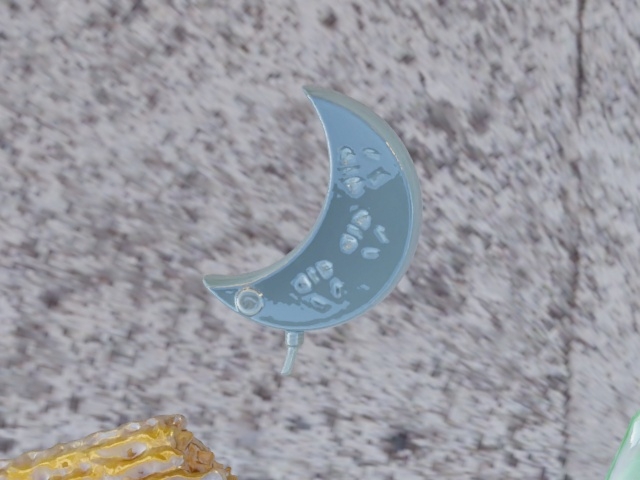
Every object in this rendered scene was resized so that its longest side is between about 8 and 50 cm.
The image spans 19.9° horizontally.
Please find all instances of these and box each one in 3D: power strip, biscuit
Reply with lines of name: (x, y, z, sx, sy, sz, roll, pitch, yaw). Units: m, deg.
power strip: (0.000, 0.000, 1.379, 0.137, 0.044, 0.216, 27, 105, 5)
biscuit: (-0.223, 0.174, 1.031, 0.379, 0.094, 0.054, -17, 66, 9)

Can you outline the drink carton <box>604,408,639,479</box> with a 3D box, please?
drink carton: (0.211, 0.160, 0.808, 0.142, 0.144, 0.146, -122, 39, -48)
